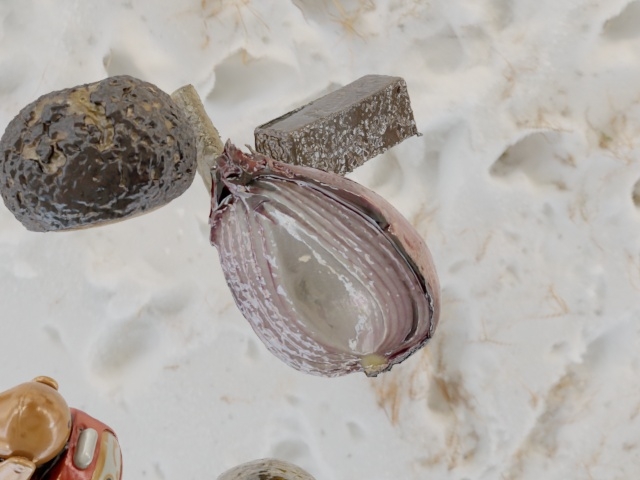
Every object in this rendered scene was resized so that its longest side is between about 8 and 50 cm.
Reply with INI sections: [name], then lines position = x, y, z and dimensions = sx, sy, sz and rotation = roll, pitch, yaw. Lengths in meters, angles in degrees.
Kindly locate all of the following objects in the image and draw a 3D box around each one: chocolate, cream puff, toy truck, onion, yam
[chocolate]
position = 0.030, -0.178, 1.504
dimensions = 0.321, 0.112, 0.111
rotation = -30, 120, -41
[cream puff]
position = -0.264, -0.103, 1.105
dimensions = 0.239, 0.239, 0.164
rotation = -14, 102, -5
[toy truck]
position = -0.402, 0.322, 1.403
dimensions = 0.265, 0.189, 0.239
rotation = 27, 132, -23
[onion]
position = 0.000, 0.000, 0.937
dimensions = 0.227, 0.120, 0.283
rotation = -20, 114, 35
[yam]
position = -0.161, -0.110, 1.459
dimensions = 0.066, 0.066, 0.299
rotation = -27, 76, 1

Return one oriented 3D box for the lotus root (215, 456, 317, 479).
[lotus root]
position = -0.049, 0.287, 0.842
dimensions = 0.142, 0.314, 0.169
rotation = -8, 94, -4
